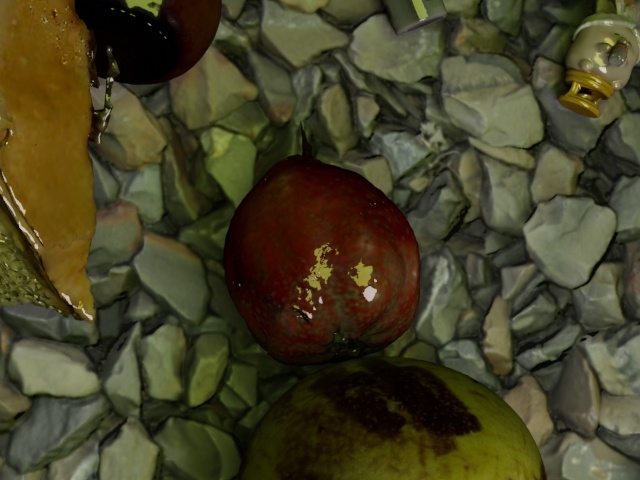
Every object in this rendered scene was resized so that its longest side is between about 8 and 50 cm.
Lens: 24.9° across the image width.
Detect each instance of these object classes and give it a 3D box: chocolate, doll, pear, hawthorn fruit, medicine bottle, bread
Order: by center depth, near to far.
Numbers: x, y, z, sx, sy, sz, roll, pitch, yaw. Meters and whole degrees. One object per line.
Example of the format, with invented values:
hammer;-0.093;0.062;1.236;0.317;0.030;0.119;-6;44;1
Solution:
bread;-0.278;-0.133;1.269;0.315;0.248;0.279;60;45;-34
pear;0.065;0.232;1.273;0.284;0.283;0.283;1;85;-12
chocolate;-0.170;-0.230;1.334;0.177;0.177;0.176;1;85;-12
hawthorn fruit;0.000;0.000;1.340;0.181;0.181;0.235;-2;65;-13
medicine bottle;0.064;-0.304;1.432;0.058;0.057;0.199;-21;89;-13
doll;0.289;-0.190;1.456;0.073;0.084;0.127;26;87;-10
